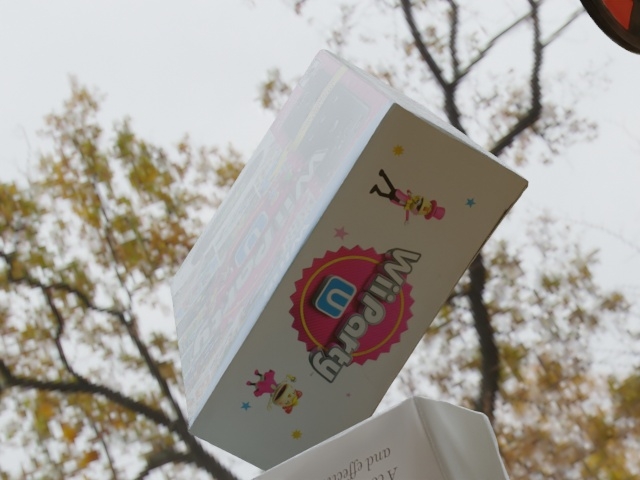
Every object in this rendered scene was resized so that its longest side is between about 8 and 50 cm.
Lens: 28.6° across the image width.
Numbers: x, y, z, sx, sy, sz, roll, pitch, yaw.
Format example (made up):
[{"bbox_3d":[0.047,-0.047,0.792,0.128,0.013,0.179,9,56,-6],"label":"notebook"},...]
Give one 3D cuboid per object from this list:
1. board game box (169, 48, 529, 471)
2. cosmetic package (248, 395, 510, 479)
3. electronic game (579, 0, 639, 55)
[{"bbox_3d":[0.000,0.000,0.840,0.097,0.303,0.224,30,-82,-15],"label":"board game box"},{"bbox_3d":[-0.044,0.283,0.597,0.377,0.284,0.097,-31,-25,20],"label":"cosmetic package"},{"bbox_3d":[0.259,-0.262,1.011,0.229,0.229,0.048,11,-10,-42],"label":"electronic game"}]
